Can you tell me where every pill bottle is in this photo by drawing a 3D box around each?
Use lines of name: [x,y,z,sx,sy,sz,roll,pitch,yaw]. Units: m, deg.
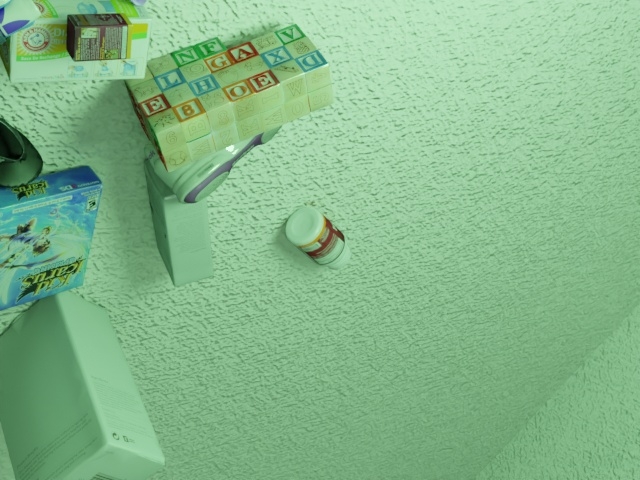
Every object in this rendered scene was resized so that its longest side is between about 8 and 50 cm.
pill bottle: [0.000,0.000,2.045,0.086,0.086,0.152,-38,141,8]

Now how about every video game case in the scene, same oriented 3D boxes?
video game case: [-0.510,0.010,1.688,0.269,0.061,0.244,-19,143,-40]

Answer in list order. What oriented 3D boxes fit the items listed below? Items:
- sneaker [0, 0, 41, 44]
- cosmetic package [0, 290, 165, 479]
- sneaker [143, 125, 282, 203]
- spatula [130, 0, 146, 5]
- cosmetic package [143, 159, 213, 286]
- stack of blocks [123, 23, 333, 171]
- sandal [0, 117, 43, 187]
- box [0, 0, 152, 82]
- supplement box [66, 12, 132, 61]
sneaker: [-0.477,-0.244,1.285,0.236,0.323,0.130,-11,165,2]
cosmetic package: [-0.458,0.297,1.823,0.217,0.385,0.156,-40,139,13]
sneaker: [-0.165,-0.204,1.700,0.305,0.152,0.114,-44,171,-23]
spatula: [-0.330,-0.451,1.384,0.296,0.030,0.084,48,55,-44]
cosmetic package: [-0.256,-0.037,1.817,0.085,0.117,0.231,-16,137,-18]
stack of blocks: [-0.149,-0.247,1.624,0.297,0.171,0.087,-23,140,-12]
sandal: [-0.516,-0.160,1.529,0.254,0.054,0.097,45,57,-50]
box: [-0.364,-0.306,1.467,0.203,0.114,0.103,-6,134,-26]
supplement box: [-0.309,-0.285,1.401,0.083,0.043,0.055,-7,129,-27]
